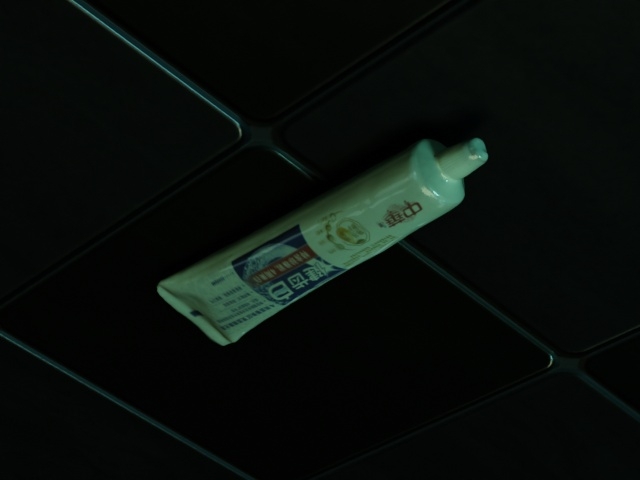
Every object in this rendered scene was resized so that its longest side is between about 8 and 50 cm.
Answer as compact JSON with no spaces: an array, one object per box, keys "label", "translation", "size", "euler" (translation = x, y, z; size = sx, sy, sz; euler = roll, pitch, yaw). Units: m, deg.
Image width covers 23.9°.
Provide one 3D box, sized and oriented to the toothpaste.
[{"label":"toothpaste","translation":[0.000,0.000,0.802],"size":[0.060,0.038,0.233],"euler":[37,135,-26]}]
